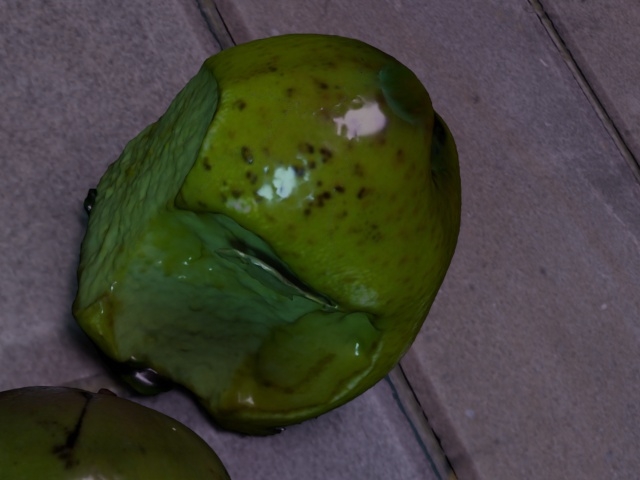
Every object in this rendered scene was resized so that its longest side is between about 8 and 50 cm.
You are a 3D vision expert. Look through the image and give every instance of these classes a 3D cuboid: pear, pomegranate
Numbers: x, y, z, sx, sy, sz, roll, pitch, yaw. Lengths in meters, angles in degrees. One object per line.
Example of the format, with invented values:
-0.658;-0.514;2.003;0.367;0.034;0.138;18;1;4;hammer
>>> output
0.000;0.000;0.736;0.238;0.255;0.164;29;45;-24;pear
-0.122;0.175;0.588;0.179;0.179;0.210;-15;90;-42;pomegranate
